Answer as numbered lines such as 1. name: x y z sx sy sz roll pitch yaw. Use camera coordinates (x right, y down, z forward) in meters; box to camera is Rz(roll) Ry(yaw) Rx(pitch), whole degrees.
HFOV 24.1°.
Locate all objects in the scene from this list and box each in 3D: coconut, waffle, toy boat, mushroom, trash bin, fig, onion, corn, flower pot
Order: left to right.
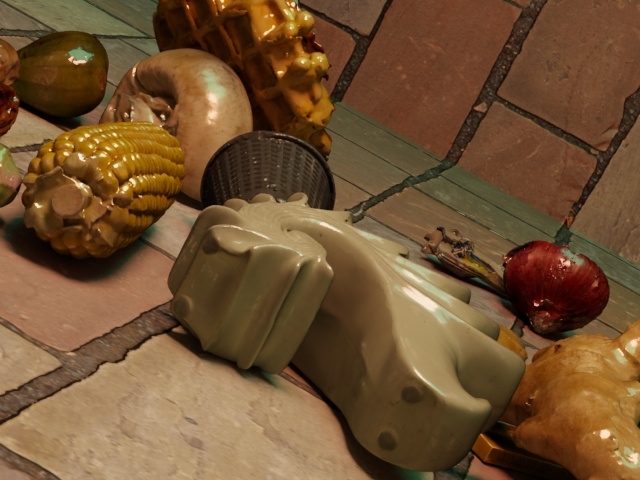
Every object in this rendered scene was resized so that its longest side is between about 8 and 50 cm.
1. coconut: -0.352 -0.067 1.564 0.082 0.081 0.083 44 7 13
2. fig: -0.389 -0.226 2.126 0.126 0.185 0.133 68 9 -46
3. corn: -0.230 -0.066 1.678 0.144 0.144 0.387 29 12 3
4. mushroom: -0.202 -0.179 2.099 0.195 0.189 0.254 18 8 -43
5. waffle: -0.119 -0.238 2.207 0.095 0.382 0.380 -29 46 -33
6. trash bin: -0.065 -0.029 1.872 0.175 0.175 0.161 25 23 -14
7. flower pot: 0.033 0.092 1.550 0.368 0.164 0.254 32 18 20
8. toy boat: 0.262 0.045 2.503 0.210 0.066 0.084 34 8 -20
9. onion: 0.369 0.086 2.413 0.184 0.147 0.184 24 -32 16

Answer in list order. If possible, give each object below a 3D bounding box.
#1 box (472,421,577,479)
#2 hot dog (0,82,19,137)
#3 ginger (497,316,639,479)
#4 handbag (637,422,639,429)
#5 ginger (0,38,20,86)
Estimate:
1. box: 0.222 0.235 1.698 0.156 0.022 0.089 20 15 -33
2. hot dog: -0.453 -0.160 1.672 0.227 0.099 0.160 22 13 -21
3. ginger: 0.255 0.162 1.628 0.363 0.122 0.348 -2 22 27
4. handbag: 0.409 0.293 1.674 0.269 0.100 0.274 31 15 -21
5. ginger: -0.544 -0.292 1.864 0.375 0.176 0.256 26 -3 -8
